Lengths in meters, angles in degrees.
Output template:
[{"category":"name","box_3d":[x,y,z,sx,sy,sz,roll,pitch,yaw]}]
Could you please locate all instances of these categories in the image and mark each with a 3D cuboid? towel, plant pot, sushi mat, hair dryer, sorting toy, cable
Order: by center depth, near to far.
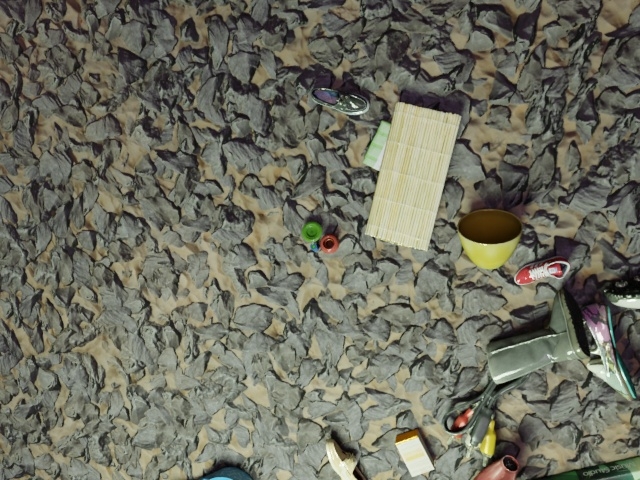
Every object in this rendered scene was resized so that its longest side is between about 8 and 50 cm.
[{"category":"plant pot","box_3d":[0.372,0.006,1.029,0.134,0.134,0.095,-4,126,12]},{"category":"sushi mat","box_3d":[0.207,-0.143,1.062,0.151,0.019,0.317,14,99,10]},{"category":"hair dryer","box_3d":[0.464,0.604,1.075,0.223,0.080,0.294,-16,111,39]},{"category":"towel","box_3d":[0.188,-0.199,1.082,0.151,0.023,0.113,28,101,8]},{"category":"cable","box_3d":[0.395,0.391,1.125,0.139,0.072,0.288,25,91,19]},{"category":"sorting toy","box_3d":[0.000,0.000,1.144,0.101,0.042,0.061,35,89,17]}]

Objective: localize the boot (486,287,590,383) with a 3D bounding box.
[{"category":"boot","box_3d":[0.477,0.216,1.048,0.076,0.190,0.208,38,133,-17]}]

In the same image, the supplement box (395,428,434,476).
[{"category":"supplement box","box_3d":[0.238,0.535,1.175,0.062,0.036,0.099,-26,93,14]}]

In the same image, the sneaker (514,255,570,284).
[{"category":"sneaker","box_3d":[0.493,0.070,1.034,0.118,0.067,0.042,-27,92,14]}]

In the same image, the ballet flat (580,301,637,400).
[{"category":"ballet flat","box_3d":[0.630,0.248,1.038,0.079,0.076,0.222,-18,90,32]}]

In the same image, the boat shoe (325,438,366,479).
[{"category":"boat shoe","box_3d":[0.070,0.581,1.208,0.059,0.063,0.170,-26,102,12]}]

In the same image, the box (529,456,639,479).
[{"category":"box","box_3d":[0.675,0.649,1.092,0.321,0.058,0.233,-22,94,14]}]

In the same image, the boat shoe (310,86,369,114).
[{"category":"boat shoe","box_3d":[0.043,-0.324,1.079,0.141,0.040,0.049,15,101,9]}]

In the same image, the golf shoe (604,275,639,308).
[{"category":"golf shoe","box_3d":[0.750,0.138,0.976,0.272,0.105,0.120,-1,106,12]}]

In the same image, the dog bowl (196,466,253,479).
[{"category":"dog bowl","box_3d":[-0.306,0.740,1.301,0.297,0.074,0.166,-30,92,14]}]
